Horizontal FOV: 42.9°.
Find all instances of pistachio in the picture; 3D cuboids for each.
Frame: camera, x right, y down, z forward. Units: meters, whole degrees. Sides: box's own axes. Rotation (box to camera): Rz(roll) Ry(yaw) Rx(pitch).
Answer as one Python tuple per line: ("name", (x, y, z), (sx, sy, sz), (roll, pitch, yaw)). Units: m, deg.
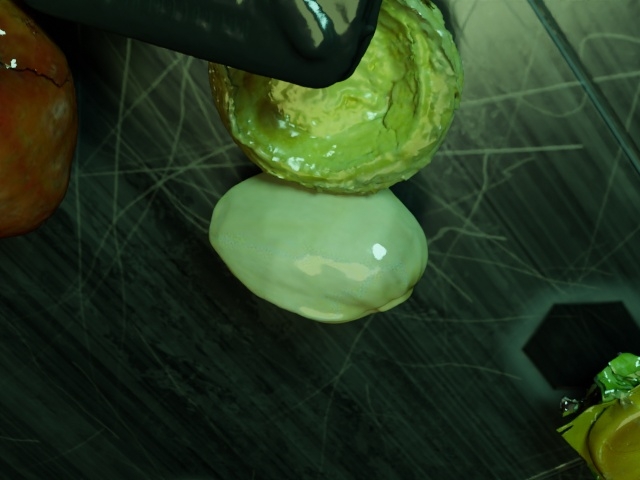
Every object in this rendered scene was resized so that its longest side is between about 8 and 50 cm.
("pistachio", (0.000, 0.000, 0.756), (0.201, 0.117, 0.145), (16, 85, 11))

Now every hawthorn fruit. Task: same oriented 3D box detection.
("hawthorn fruit", (-0.291, -0.115, 0.651), (0.211, 0.211, 0.299), (29, 146, -9))

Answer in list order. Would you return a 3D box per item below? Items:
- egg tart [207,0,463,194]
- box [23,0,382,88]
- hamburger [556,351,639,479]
("egg tart", (0.010, -0.140, 0.680), (0.213, 0.090, 0.212), (4, 121, 6))
("box", (-0.076, -0.269, 0.546), (0.289, 0.073, 0.289), (18, 118, 6))
("hamburger", (0.332, 0.184, 0.824), (0.164, 0.093, 0.189), (-24, 116, 18))
